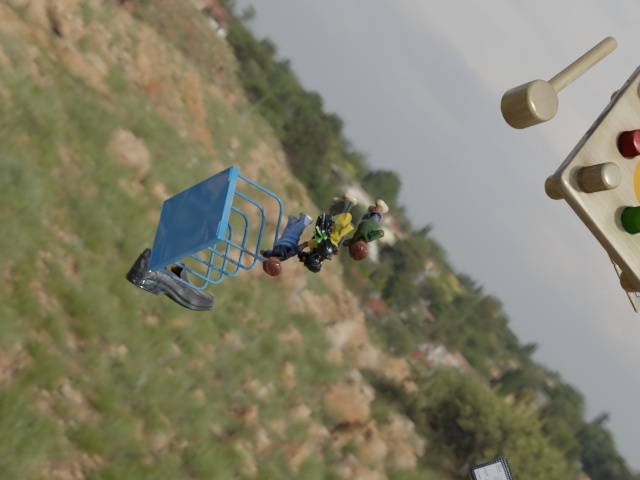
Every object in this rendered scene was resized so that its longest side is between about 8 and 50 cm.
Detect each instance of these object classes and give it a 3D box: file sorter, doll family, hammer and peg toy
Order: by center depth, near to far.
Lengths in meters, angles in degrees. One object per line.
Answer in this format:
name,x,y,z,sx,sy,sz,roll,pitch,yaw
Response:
doll family,0.000,0.000,1.666,0.076,0.193,0.111,43,47,-21
hammer and peg toy,0.432,-0.121,1.718,0.361,0.266,0.127,49,-25,-16
file sorter,-0.150,-0.010,1.802,0.104,0.170,0.118,31,55,-32

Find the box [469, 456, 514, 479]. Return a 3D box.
box,0.293,0.482,1.843,0.216,0.060,0.270,72,1,-60

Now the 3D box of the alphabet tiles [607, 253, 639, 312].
alphabet tiles,0.665,-0.031,2.462,0.011,0.285,0.343,4,-52,58

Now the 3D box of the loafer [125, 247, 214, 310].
loafer,-0.229,0.066,1.992,0.170,0.061,0.062,27,1,-44
